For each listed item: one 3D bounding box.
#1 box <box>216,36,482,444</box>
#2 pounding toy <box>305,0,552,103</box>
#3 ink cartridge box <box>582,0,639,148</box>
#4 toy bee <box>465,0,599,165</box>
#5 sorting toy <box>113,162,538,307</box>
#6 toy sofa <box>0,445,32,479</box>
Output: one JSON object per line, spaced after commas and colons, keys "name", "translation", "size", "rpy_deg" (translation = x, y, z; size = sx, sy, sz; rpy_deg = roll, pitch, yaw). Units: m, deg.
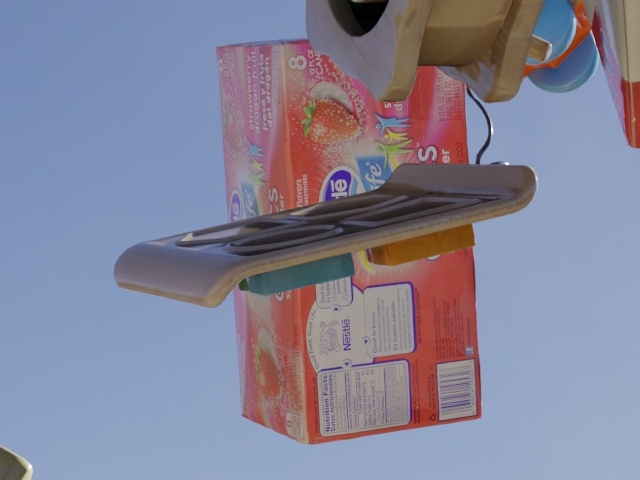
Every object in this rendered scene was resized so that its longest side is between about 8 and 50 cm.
{"name": "box", "translation": [0.019, -0.007, 1.514], "size": [0.154, 0.300, 0.142], "rpy_deg": [-7, 7, -24]}
{"name": "pounding toy", "translation": [0.079, -0.177, 1.154], "size": [0.155, 0.154, 0.269], "rpy_deg": [-1, 19, -18]}
{"name": "ink cartridge box", "translation": [0.199, -0.219, 1.112], "size": [0.114, 0.197, 0.273], "rpy_deg": [-12, -39, 3]}
{"name": "toy bee", "translation": [0.159, -0.193, 1.742], "size": [0.162, 0.298, 0.195], "rpy_deg": [34, -21, 28]}
{"name": "sorting toy", "translation": [0.000, 0.000, 1.157], "size": [0.208, 0.038, 0.193], "rpy_deg": [-18, 9, -21]}
{"name": "toy sofa", "translation": [-0.256, 0.199, 0.868], "size": [0.177, 0.150, 0.362], "rpy_deg": [28, -41, 7]}
